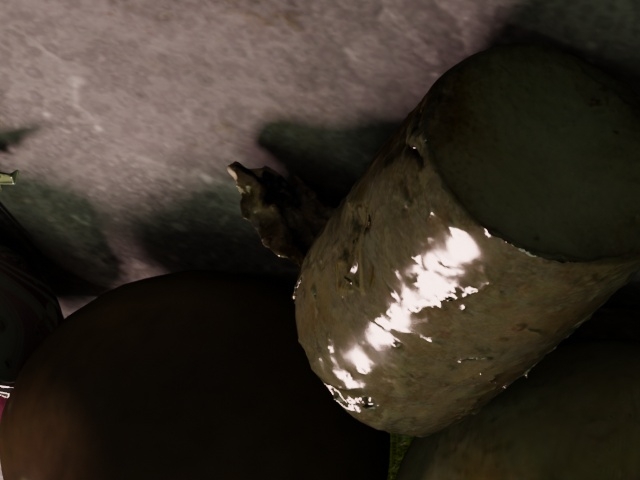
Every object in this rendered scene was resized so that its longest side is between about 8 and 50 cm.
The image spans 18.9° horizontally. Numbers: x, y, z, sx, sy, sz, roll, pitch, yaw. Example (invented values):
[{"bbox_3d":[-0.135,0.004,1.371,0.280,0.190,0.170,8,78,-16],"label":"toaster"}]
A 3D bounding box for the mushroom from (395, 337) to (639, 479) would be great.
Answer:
[{"bbox_3d":[0.212,0.216,1.305,0.352,0.260,0.352,10,148,6],"label":"mushroom"}]

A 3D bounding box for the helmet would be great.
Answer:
[{"bbox_3d":[-0.262,0.053,1.455,0.153,0.107,0.177,11,169,15],"label":"helmet"}]

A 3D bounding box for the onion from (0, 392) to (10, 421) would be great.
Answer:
[{"bbox_3d":[-0.207,0.149,1.577,0.131,0.131,0.131,14,151,8],"label":"onion"}]

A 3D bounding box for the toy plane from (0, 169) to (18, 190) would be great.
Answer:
[{"bbox_3d":[-0.251,-0.054,1.324,0.102,0.040,0.111,31,153,16],"label":"toy plane"}]

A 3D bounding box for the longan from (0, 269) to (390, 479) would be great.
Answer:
[{"bbox_3d":[-0.091,0.168,1.351,0.300,0.300,0.243,8,147,18],"label":"longan"}]

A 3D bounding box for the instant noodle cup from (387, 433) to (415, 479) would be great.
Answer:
[{"bbox_3d":[0.049,0.263,1.570,0.207,0.207,0.233,23,160,-10],"label":"instant noodle cup"}]

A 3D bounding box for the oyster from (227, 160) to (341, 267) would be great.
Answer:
[{"bbox_3d":[0.004,-0.002,1.250,0.103,0.051,0.148,49,-174,35],"label":"oyster"}]

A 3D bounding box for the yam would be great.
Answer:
[{"bbox_3d":[0.089,0.003,1.110,0.161,0.161,0.268,23,151,-9],"label":"yam"}]
